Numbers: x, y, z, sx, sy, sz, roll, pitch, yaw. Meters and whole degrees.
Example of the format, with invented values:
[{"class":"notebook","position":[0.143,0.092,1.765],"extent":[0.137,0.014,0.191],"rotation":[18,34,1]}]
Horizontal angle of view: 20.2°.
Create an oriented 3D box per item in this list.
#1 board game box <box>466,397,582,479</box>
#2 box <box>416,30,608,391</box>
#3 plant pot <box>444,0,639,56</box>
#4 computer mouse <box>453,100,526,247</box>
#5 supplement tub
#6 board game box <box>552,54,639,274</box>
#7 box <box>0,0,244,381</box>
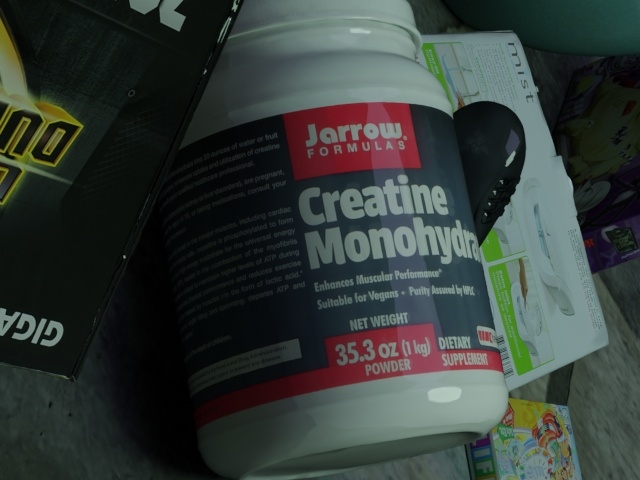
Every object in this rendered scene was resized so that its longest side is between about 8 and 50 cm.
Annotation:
[{"class":"board game box","position":[0.167,0.182,1.454],"extent":[0.154,0.026,0.103],"rotation":[14,63,-57]},{"class":"box","position":[0.091,-0.016,1.331],"extent":[0.231,0.126,0.262],"rotation":[-15,87,-61]},{"class":"plant pot","position":[0.203,-0.284,1.593],"extent":[0.290,0.195,0.290],"rotation":[35,46,-47]},{"class":"computer mouse","position":[0.062,0.015,1.193],"extent":[0.071,0.242,0.041],"rotation":[31,15,15]},{"class":"supplement tub","position":[0.000,0.000,1.101],"extent":[0.191,0.191,0.272],"rotation":[9,67,-58]},{"class":"board game box","position":[0.303,-0.095,1.652],"extent":[0.056,0.208,0.347],"rotation":[59,31,-23]},{"class":"box","position":[-0.186,-0.084,0.814],"extent":[0.322,0.079,0.257],"rotation":[21,92,-55]}]
